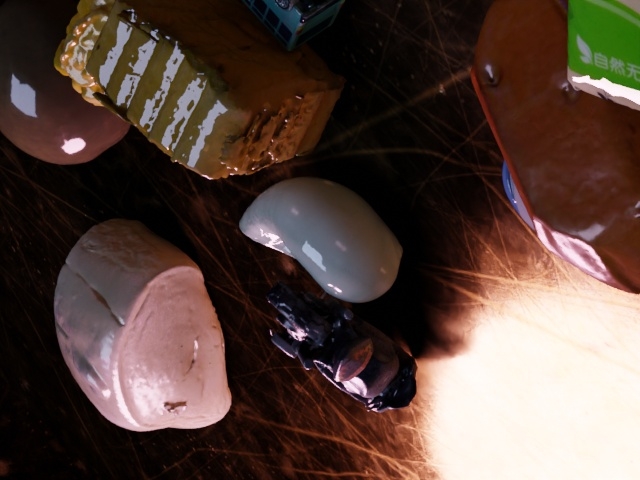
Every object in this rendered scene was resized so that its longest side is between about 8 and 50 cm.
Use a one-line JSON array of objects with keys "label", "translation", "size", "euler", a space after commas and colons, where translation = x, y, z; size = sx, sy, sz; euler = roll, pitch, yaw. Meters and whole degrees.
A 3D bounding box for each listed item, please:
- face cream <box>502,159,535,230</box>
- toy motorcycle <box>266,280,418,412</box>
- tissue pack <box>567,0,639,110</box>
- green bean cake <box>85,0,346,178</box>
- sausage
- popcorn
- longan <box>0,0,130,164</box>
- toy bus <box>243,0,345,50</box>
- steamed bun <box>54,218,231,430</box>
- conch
[{"label": "face cream", "translation": [0.268, -0.031, 1.044], "size": [0.264, 0.083, 0.149], "euler": [27, 128, 42]}, {"label": "toy motorcycle", "translation": [0.037, 0.137, 1.496], "size": [0.173, 0.108, 0.307], "euler": [39, 180, 26]}, {"label": "tissue pack", "translation": [0.336, -0.189, 0.638], "size": [0.405, 0.205, 0.331], "euler": [27, 138, 40]}, {"label": "green bean cake", "translation": [-0.112, -0.180, 1.313], "size": [0.230, 0.224, 0.131], "euler": [41, 122, 21]}, {"label": "sausage", "translation": [0.217, -0.085, 0.931], "size": [0.153, 0.141, 0.268], "euler": [-34, 66, 35]}, {"label": "popcorn", "translation": [-0.245, -0.262, 1.497], "size": [0.194, 0.140, 0.163], "euler": [-19, 100, 27]}, {"label": "longan", "translation": [-0.370, -0.229, 1.670], "size": [0.248, 0.248, 0.248], "euler": [37, 148, 29]}, {"label": "toy bus", "translation": [-0.052, -0.287, 1.261], "size": [0.160, 0.079, 0.092], "euler": [49, 153, 7]}, {"label": "steamed bun", "translation": [-0.315, 0.173, 2.005], "size": [0.247, 0.236, 0.383], "euler": [31, 144, 40]}, {"label": "conch", "translation": [0.005, -0.003, 1.442], "size": [0.221, 0.121, 0.185], "euler": [31, 159, 41]}]
